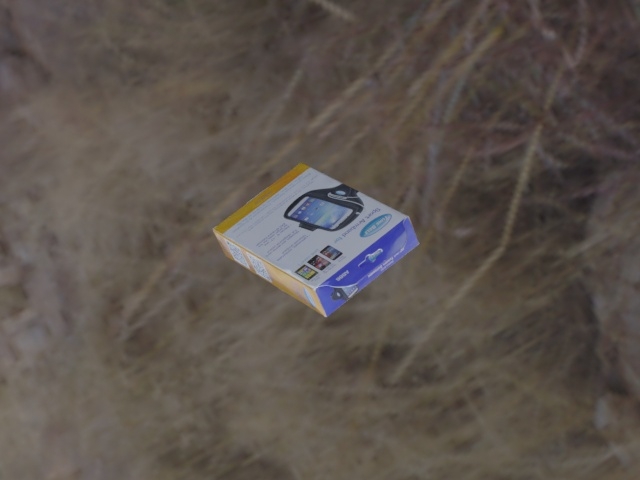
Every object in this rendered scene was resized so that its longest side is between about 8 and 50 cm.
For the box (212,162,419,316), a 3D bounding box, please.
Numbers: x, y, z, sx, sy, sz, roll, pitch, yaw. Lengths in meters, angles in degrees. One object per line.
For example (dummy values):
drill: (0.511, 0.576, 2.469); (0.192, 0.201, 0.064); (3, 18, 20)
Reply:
box: (0.000, 0.000, 1.045); (0.136, 0.081, 0.028); (31, 152, 47)
